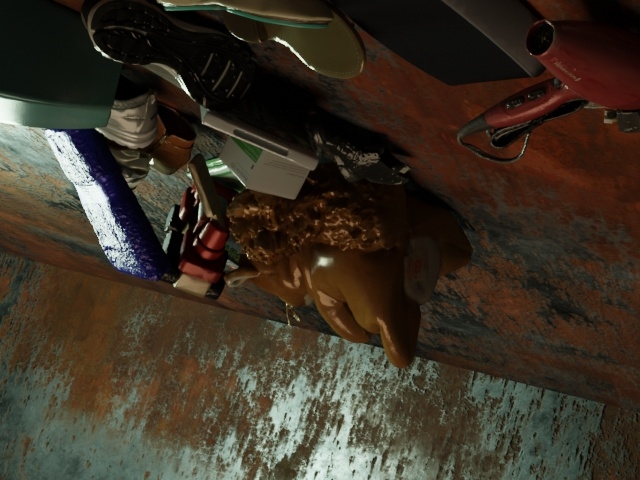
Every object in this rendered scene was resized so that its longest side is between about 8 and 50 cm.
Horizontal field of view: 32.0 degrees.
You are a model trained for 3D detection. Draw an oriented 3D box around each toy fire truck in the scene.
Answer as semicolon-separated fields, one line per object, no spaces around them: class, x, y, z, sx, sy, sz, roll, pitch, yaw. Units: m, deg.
toy fire truck;-0.208;-0.053;2.017;0.158;0.217;0.246;22;126;-17

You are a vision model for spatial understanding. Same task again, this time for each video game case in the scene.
video game case;-0.093;-0.172;1.621;0.173;0.022;0.190;22;-163;-16

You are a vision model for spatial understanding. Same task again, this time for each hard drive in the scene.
hard drive;0.120;-0.241;1.186;0.255;0.054;0.172;29;163;-38

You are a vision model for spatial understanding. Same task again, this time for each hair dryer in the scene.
hair dryer;0.256;-0.147;1.178;0.224;0.080;0.293;-15;157;5

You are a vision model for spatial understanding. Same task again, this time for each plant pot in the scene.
plant pot;-0.410;-0.255;1.628;0.234;0.165;0.165;13;168;-13

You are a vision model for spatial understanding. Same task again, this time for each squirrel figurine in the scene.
squirrel figurine;0.000;0.000;1.923;0.370;0.281;0.397;8;148;37

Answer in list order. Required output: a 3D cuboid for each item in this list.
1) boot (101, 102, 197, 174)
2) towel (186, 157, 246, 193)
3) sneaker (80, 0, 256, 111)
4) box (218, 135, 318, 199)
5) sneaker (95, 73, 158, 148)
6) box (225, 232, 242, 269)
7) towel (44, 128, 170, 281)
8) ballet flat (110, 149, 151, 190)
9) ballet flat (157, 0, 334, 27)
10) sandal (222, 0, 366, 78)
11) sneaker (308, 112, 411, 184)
boot;-0.305;-0.198;1.917;0.197;0.073;0.152;29;154;-10
towel;-0.076;-0.082;2.134;0.325;0.038;0.248;23;166;-26
sneaker;-0.198;-0.261;1.489;0.271;0.100;0.108;24;-168;-39
box;-0.080;-0.130;1.712;0.102;0.087;0.101;11;-155;-41
sneaker;-0.377;-0.256;1.766;0.281;0.105;0.115;23;133;-2
box;-0.204;-0.023;2.362;0.036;0.114;0.207;10;165;30
towel;-0.374;-0.073;1.930;0.308;0.076;0.227;63;165;-14
ballet flat;-0.386;-0.151;2.150;0.096;0.095;0.280;3;163;11
ballet flat;-0.091;-0.285;1.230;0.248;0.086;0.086;14;167;34
sandal;-0.010;-0.256;1.297;0.240;0.079;0.088;25;130;41
sneaker;0.060;-0.140;1.682;0.089;0.051;0.170;-15;134;29
